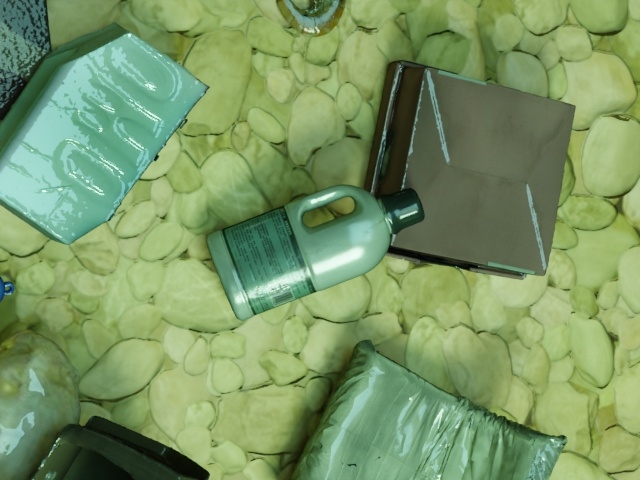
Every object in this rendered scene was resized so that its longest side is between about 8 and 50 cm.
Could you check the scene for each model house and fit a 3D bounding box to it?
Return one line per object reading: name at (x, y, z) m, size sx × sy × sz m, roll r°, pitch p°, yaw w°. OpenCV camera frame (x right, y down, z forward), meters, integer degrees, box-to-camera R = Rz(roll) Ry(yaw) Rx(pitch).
model house at (-0.182, 0.305, 1.693) m, size 0.204 × 0.243 × 0.211 m, roll 27°, pitch 85°, yaw 11°

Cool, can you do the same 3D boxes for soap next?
soap at (-0.228, -0.113, 1.731) m, size 0.145 × 0.091 × 0.230 m, roll 37°, pitch 80°, yaw -25°

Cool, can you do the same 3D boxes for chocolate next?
chocolate at (-0.332, 0.236, 1.693) m, size 0.134 × 0.134 × 0.309 m, roll 27°, pitch 85°, yaw -23°

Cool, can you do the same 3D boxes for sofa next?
sofa at (0.106, 0.247, 1.861) m, size 0.225 × 0.176 × 0.210 m, roll 32°, pitch 81°, yaw -23°

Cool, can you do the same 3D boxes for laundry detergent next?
laundry detergent at (0.000, 0.000, 1.813) m, size 0.226 × 0.070 × 0.099 m, roll -22°, pitch 82°, yaw 2°

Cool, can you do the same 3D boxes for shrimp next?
shrimp at (-0.003, -0.278, 1.861) m, size 0.083 × 0.023 × 0.114 m, roll 28°, pitch 86°, yaw -21°

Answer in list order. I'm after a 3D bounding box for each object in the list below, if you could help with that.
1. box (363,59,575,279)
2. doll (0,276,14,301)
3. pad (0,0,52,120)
box at (0.163, -0.073, 1.914) m, size 0.215 × 0.086 × 0.215 m, roll 12°, pitch 89°, yaw -24°
doll at (-0.371, 0.048, 1.699) m, size 0.143 × 0.057 × 0.098 m, roll -1°, pitch 115°, yaw -25°
pad at (-0.425, -0.216, 1.684) m, size 0.330 × 0.004 × 0.220 m, roll -8°, pitch 97°, yaw -24°
